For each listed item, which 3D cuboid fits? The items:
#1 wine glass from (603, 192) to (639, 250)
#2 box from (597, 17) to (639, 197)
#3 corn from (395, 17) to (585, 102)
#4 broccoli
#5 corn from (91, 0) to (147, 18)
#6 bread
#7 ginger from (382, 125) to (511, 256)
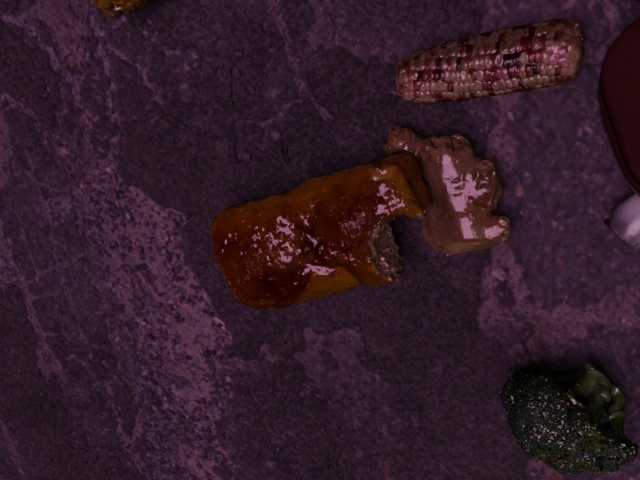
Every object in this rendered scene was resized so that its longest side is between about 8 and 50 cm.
[{"bbox_3d":[0.434,-0.063,0.946,0.072,0.072,0.155,38,119,8],"label":"wine glass"},{"bbox_3d":[0.504,-0.185,0.796,0.404,0.108,0.263,-23,66,28],"label":"box"},{"bbox_3d":[0.211,-0.226,0.978,0.254,0.086,0.086,-4,106,27],"label":"corn"},{"bbox_3d":[0.343,0.244,1.048,0.156,0.195,0.195,-43,87,10],"label":"broccoli"},{"bbox_3d":[-0.260,-0.496,1.077,0.120,0.120,0.363,29,117,12],"label":"corn"},{"bbox_3d":[0.000,0.000,1.113,0.381,0.109,0.185,-16,99,38],"label":"bread"},{"bbox_3d":[0.182,-0.080,1.054,0.138,0.074,0.213,-25,91,30],"label":"ginger"}]
